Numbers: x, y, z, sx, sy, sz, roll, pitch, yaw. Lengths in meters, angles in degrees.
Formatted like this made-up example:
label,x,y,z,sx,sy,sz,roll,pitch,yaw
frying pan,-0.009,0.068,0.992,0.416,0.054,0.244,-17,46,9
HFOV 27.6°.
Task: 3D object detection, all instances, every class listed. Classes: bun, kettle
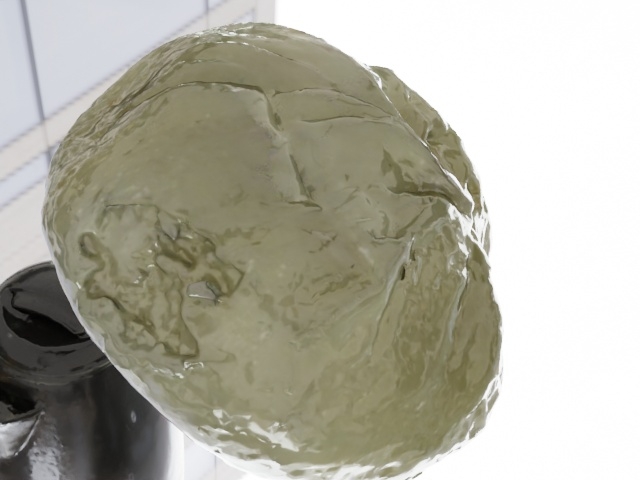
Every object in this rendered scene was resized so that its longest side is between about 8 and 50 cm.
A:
label,x,y,z,sx,sy,sz,roll,pitch,yaw
bun,0.000,0.000,0.547,0.220,0.134,0.220,35,-155,-20
kettle,-0.207,0.115,1.125,0.207,0.290,0.268,20,-134,12
